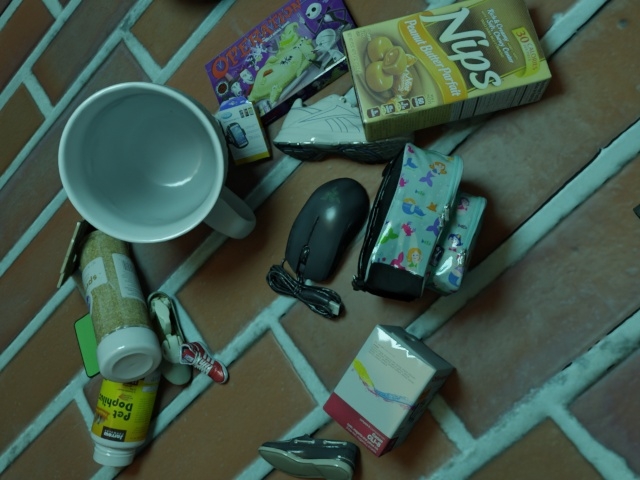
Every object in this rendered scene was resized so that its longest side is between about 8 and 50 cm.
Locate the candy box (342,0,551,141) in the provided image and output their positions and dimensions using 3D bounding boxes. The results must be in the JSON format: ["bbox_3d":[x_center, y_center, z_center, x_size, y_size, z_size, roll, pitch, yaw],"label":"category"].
[{"bbox_3d":[0.211,-0.304,1.001,0.316,0.087,0.183,-13,75,4],"label":"candy box"}]

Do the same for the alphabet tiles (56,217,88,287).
[{"bbox_3d":[-0.571,0.004,1.347,0.198,0.009,0.237,-71,18,0],"label":"alphabet tiles"}]

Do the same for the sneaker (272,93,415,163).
[{"bbox_3d":[0.043,-0.224,1.117,0.297,0.111,0.129,9,80,27],"label":"sneaker"}]

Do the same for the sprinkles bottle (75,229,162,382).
[{"bbox_3d":[-0.440,0.131,1.237,0.121,0.121,0.355,-44,49,14],"label":"sprinkles bottle"}]

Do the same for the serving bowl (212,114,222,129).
[{"bbox_3d":[-0.257,-0.245,1.312,0.083,0.027,0.083,-5,78,26],"label":"serving bowl"}]

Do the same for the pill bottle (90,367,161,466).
[{"bbox_3d":[-0.423,0.366,1.239,0.117,0.117,0.215,10,86,28],"label":"pill bottle"}]

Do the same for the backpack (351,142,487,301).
[{"bbox_3d":[0.166,-0.027,0.956,0.191,0.225,0.254,11,81,6],"label":"backpack"}]

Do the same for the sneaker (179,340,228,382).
[{"bbox_3d":[-0.249,0.256,1.199,0.118,0.067,0.042,39,99,27],"label":"sneaker"}]

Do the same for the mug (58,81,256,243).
[{"bbox_3d":[-0.282,-0.134,1.136,0.374,0.328,0.276,38,96,-14],"label":"mug"}]

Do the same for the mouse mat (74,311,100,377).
[{"bbox_3d":[-0.510,0.224,1.371,0.189,0.007,0.153,-31,69,20],"label":"mouse mat"}]

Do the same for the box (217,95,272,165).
[{"bbox_3d":[-0.163,-0.236,1.221,0.081,0.028,0.136,-12,106,15],"label":"box"}]

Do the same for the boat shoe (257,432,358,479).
[{"bbox_3d":[-0.023,0.400,1.077,0.206,0.075,0.065,-3,37,32],"label":"boat shoe"}]

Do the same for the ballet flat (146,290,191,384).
[{"bbox_3d":[-0.332,0.207,1.241,0.213,0.072,0.068,64,147,23],"label":"ballet flat"}]

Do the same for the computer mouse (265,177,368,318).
[{"bbox_3d":[0.000,0.000,1.116,0.188,0.072,0.272,25,93,29],"label":"computer mouse"}]

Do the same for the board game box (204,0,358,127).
[{"bbox_3d":[-0.081,-0.390,1.241,0.346,0.056,0.208,-31,65,19],"label":"board game box"}]

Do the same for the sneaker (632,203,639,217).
[{"bbox_3d":[0.544,-0.034,0.859,0.089,0.051,0.170,-43,62,19],"label":"sneaker"}]

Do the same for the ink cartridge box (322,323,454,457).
[{"bbox_3d":[0.119,0.249,0.980,0.127,0.128,0.176,35,98,27],"label":"ink cartridge box"}]
